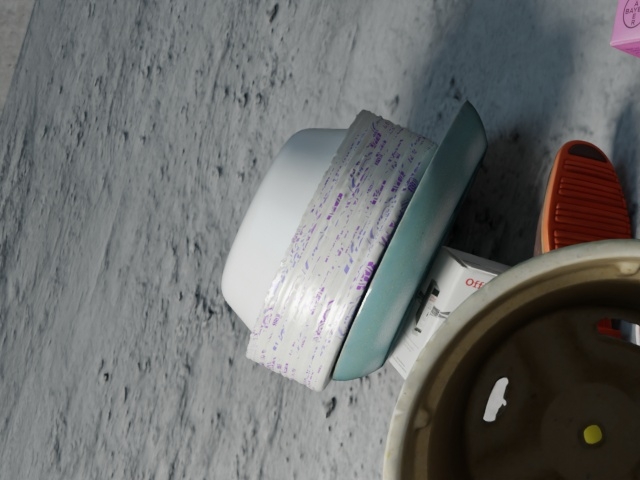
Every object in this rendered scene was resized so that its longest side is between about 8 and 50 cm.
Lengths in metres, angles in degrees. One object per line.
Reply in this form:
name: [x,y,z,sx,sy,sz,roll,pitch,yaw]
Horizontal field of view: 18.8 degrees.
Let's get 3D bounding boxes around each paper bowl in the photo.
paper bowl: [0.000,0.000,1.984,0.284,0.148,0.284,-63,-4,-7]

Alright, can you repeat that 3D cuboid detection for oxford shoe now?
oxford shoe: [0.228,0.039,1.834,0.098,0.097,0.271,-26,54,60]

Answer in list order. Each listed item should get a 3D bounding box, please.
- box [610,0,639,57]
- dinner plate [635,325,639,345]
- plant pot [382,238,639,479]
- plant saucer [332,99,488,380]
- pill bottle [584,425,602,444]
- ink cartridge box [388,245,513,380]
box: [0.383,-0.278,1.693,0.213,0.117,0.243,1,77,60]
dinner plate: [0.332,0.064,1.717,0.141,0.017,0.141,-33,50,50]
plant pot: [0.214,0.162,1.451,0.305,0.334,0.333,-27,-47,-87]
plant saucer: [0.099,0.008,1.981,0.317,0.044,0.317,25,-90,-86]
pill bottle: [0.250,0.238,1.683,0.103,0.103,0.184,-56,34,29]
ink cartridge box: [0.144,0.084,1.948,0.135,0.099,0.056,-65,29,14]
